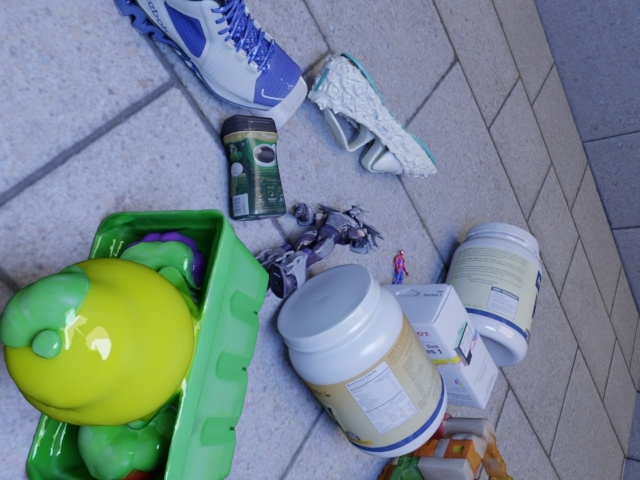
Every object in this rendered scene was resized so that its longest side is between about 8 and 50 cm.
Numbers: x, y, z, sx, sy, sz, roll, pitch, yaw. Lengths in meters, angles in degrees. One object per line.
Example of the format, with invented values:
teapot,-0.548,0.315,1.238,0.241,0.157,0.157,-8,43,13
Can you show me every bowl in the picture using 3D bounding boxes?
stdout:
bowl,-0.087,-0.299,0.953,0.142,0.053,0.142,49,53,-28

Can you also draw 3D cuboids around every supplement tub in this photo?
supplement tub,0.080,0.224,0.937,0.228,0.228,0.316,-51,119,-36
supplement tub,0.446,0.139,1.308,0.235,0.235,0.325,44,57,-33

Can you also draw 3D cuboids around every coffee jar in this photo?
coffee jar,-0.118,-0.129,0.882,0.096,0.079,0.185,-6,91,-43

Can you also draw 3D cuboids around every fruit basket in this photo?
fruit basket,-0.237,0.126,0.586,0.392,0.282,0.392,-1,91,-59

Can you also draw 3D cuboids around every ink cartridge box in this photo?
ink cartridge box,0.244,0.236,1.118,0.278,0.201,0.117,56,51,-25

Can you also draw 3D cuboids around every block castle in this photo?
block castle,0.254,0.616,1.060,0.453,0.212,0.303,-42,111,-49

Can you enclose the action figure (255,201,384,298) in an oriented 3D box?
action figure,0.000,0.000,0.931,0.285,0.185,0.099,-38,131,-35

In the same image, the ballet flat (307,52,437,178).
ballet flat,0.112,-0.237,1.106,0.409,0.147,0.147,38,60,-40

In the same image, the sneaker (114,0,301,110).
sneaker,-0.153,-0.333,0.766,0.315,0.182,0.128,30,72,-27

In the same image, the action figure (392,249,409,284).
action figure,0.195,0.078,1.212,0.038,0.030,0.115,16,72,-38
